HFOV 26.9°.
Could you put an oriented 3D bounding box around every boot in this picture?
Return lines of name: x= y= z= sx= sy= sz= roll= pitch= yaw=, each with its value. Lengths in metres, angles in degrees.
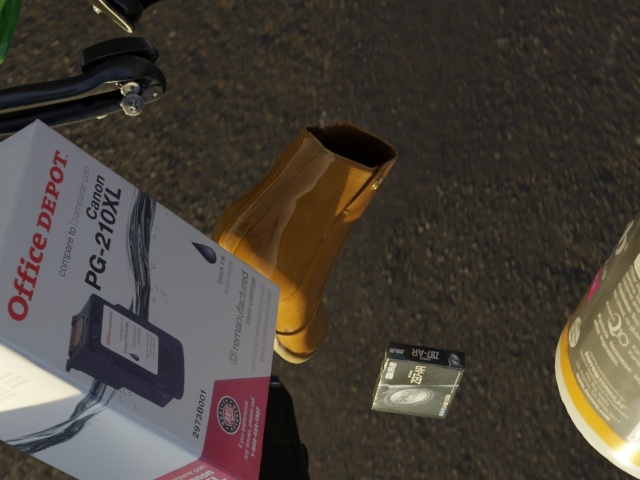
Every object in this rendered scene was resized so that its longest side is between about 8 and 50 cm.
boot: x=-0.001 y=-0.001 z=1.180 sx=0.104 sy=0.295 sz=0.211 roll=44 pitch=101 yaw=17

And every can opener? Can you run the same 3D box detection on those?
can opener: x=-0.231 y=-0.131 z=1.234 sx=0.186 sy=0.073 sz=0.059 roll=-21 pitch=131 yaw=-13

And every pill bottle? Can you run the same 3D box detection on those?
pill bottle: x=0.265 y=0.022 z=0.820 sx=0.162 sy=0.162 sz=0.278 roll=18 pitch=137 yaw=-2

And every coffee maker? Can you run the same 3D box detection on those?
coffee maker: x=-0.073 y=0.236 z=1.407 sx=0.120 sy=0.178 sz=0.171 roll=-16 pitch=133 yaw=-2

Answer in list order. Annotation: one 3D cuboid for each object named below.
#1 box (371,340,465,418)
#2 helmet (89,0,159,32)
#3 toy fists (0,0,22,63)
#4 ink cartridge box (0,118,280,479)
box: x=0.083 y=0.120 z=1.147 sx=0.067 sy=0.018 sz=0.083 roll=9 pitch=141 yaw=-4
helmet: x=-0.131 y=-0.246 z=0.961 sx=0.169 sy=0.161 sz=0.169 roll=-1 pitch=69 yaw=3
toy fists: x=-0.133 y=-0.149 z=0.509 sx=0.279 sy=0.142 sz=0.096 roll=-45 pitch=73 yaw=10
ink cartridge box: x=-0.148 y=0.059 z=0.904 sx=0.100 sy=0.172 sz=0.237 roll=-27 pitch=132 yaw=34
